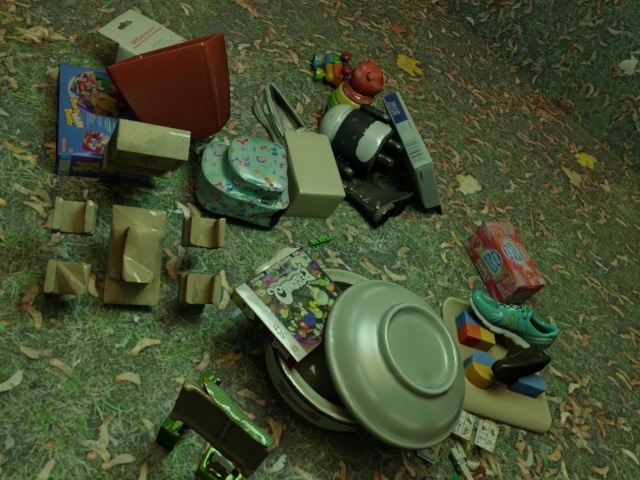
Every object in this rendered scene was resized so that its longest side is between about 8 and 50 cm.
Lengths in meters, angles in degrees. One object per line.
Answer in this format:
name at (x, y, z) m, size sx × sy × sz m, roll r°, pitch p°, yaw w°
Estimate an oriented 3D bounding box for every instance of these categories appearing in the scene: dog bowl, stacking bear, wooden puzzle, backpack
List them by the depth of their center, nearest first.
dog bowl at (0.045, 0.274, 1.397) m, size 0.407 × 0.150 × 0.408 m, roll 16°, pitch 47°, yaw -18°
backpack at (-0.213, -0.170, 1.604) m, size 0.253 × 0.191 × 0.225 m, roll 10°, pitch 50°, yaw -16°
wooden puzzle at (0.509, 0.339, 1.656) m, size 0.322 × 0.080 × 0.348 m, roll 20°, pitch 47°, yaw -14°
stacking bear at (0.118, -0.473, 1.962) m, size 0.164 × 0.289 × 0.175 m, roll 23°, pitch 46°, yaw -11°

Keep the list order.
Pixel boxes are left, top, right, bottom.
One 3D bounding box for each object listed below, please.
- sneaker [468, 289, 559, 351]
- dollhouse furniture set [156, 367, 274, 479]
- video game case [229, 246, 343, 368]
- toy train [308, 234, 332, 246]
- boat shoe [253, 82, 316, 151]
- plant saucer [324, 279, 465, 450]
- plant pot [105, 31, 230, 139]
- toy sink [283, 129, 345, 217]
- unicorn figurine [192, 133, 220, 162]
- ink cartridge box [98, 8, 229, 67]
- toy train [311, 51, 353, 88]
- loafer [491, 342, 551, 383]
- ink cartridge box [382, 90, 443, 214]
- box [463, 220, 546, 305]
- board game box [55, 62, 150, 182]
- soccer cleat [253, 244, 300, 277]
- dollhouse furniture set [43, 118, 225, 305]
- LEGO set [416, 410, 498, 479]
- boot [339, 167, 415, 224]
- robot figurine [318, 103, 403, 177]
sneaker at (0.555, 0.216, 1.670) m, size 0.275 × 0.110 × 0.107 m, roll 31°, pitch 40°, yaw -1°
dollhouse furniture set at (-0.173, 0.333, 1.111) m, size 0.197 × 0.302 × 0.151 m, roll 36°, pitch 47°, yaw 5°
video game case at (-0.054, 0.144, 1.312) m, size 0.210 × 0.042 × 0.232 m, roll 48°, pitch 46°, yaw 11°
toy train at (0.000, 0.000, 1.693) m, size 0.083 × 0.017 × 0.024 m, roll -17°, pitch 53°, yaw -38°
boat shoe at (-0.100, -0.369, 1.882) m, size 0.118 × 0.103 × 0.320 m, roll -20°, pitch 66°, yaw -39°
plant saucer at (0.198, 0.256, 1.305) m, size 0.400 × 0.100 × 0.401 m, roll 19°, pitch 52°, yaw -26°
plant pot at (-0.378, -0.406, 1.587) m, size 0.267 × 0.236 × 0.267 m, roll -12°, pitch 23°, yaw 7°
toy sink at (-0.045, -0.196, 1.752) m, size 0.152 × 0.131 × 0.234 m, roll 1°, pitch 58°, yaw -29°
unicorn figurine at (-0.310, -0.261, 1.681) m, size 0.111 × 0.162 × 0.060 m, roll -35°, pitch 80°, yaw -16°
ink cartridge box at (-0.491, -0.547, 1.796) m, size 0.353 × 0.119 × 0.207 m, roll 30°, pitch 44°, yaw -5°
toy train at (0.042, -0.613, 2.178) m, size 0.143 × 0.105 × 0.248 m, roll 7°, pitch 50°, yaw -11°
loafer at (0.532, 0.329, 1.578) m, size 0.220 × 0.080 × 0.078 m, roll 1°, pitch 40°, yaw -38°
ink cartridge box at (0.313, -0.280, 1.966) m, size 0.071 × 0.330 × 0.324 m, roll -21°, pitch 57°, yaw 5°
box at (0.597, 0.073, 1.895) m, size 0.122 × 0.128 × 0.257 m, roll -1°, pitch 55°, yaw -31°
board game box at (-0.590, -0.321, 1.579) m, size 0.233 × 0.078 × 0.347 m, roll 4°, pitch 52°, yaw -27°
soccer cleat at (-0.112, 0.062, 1.547) m, size 0.196 × 0.068 × 0.076 m, roll -16°, pitch 58°, yaw -46°
dollhouse furniture set at (-0.428, -0.049, 1.357) m, size 0.362 × 0.256 × 0.394 m, roll 6°, pitch 84°, yaw -24°
LEGO set at (0.328, 0.529, 1.435) m, size 0.182 × 0.060 × 0.244 m, roll 26°, pitch 43°, yaw 8°
boot at (0.169, -0.173, 1.889) m, size 0.229 × 0.091 × 0.263 m, roll 42°, pitch 39°, yaw 17°
robot figurine at (0.125, -0.317, 1.848) m, size 0.278 × 0.174 × 0.209 m, roll 31°, pitch 38°, yaw 10°
